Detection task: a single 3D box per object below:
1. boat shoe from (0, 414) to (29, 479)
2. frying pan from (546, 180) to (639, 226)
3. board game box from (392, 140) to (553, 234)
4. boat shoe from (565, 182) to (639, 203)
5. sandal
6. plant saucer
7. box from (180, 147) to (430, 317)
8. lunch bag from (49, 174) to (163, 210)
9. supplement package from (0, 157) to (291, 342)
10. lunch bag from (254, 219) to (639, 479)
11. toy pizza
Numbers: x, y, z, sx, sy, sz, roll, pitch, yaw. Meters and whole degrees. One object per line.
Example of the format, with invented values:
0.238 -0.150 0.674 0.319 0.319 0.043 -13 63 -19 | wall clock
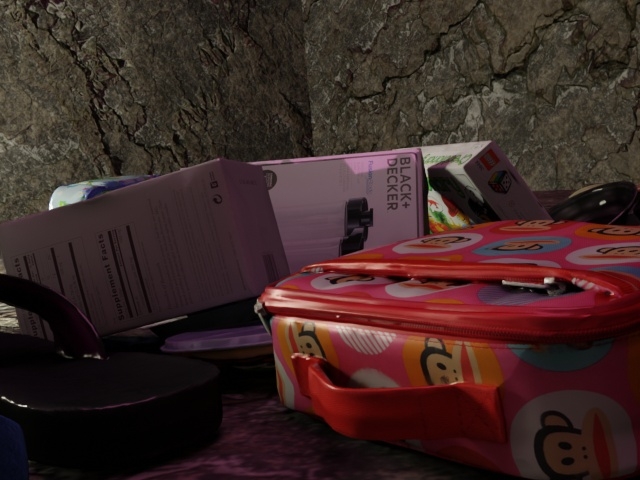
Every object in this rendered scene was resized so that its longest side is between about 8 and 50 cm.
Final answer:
-0.250 0.126 0.358 0.089 0.109 0.258 -9 -14 33 | boat shoe
0.383 -0.040 1.105 0.326 0.053 0.197 -27 12 31 | frying pan
0.186 -0.033 1.074 0.053 0.193 0.305 -41 13 -9 | board game box
0.543 -0.044 1.321 0.324 0.122 0.120 -12 9 13 | boat shoe
-0.249 0.080 0.672 0.446 0.107 0.168 -1 7 38 | sandal
-0.114 0.083 0.874 0.119 0.021 0.119 -15 -2 -1 | plant saucer
-0.020 -0.007 0.984 0.290 0.169 0.087 -2 -29 11 | box
-0.303 -0.006 1.277 0.090 0.176 0.219 3 10 21 | lunch bag
-0.173 0.016 0.865 0.244 0.133 0.139 -15 -2 14 | supplement package
0.102 0.064 0.549 0.258 0.120 0.293 -14 9 -38 | lunch bag
-0.038 0.089 0.750 0.201 0.032 0.201 -7 -1 0 | toy pizza
